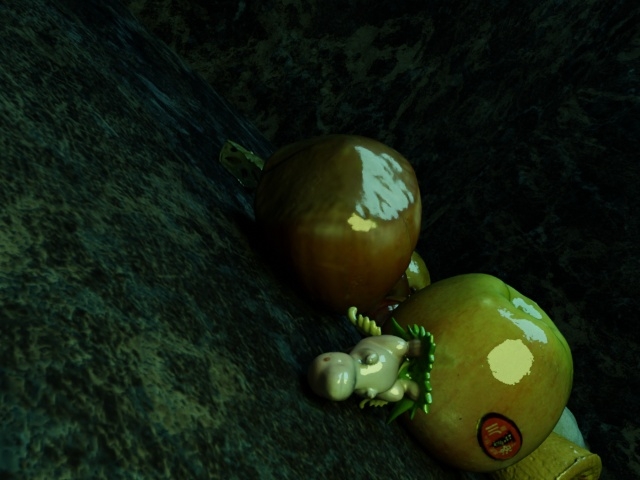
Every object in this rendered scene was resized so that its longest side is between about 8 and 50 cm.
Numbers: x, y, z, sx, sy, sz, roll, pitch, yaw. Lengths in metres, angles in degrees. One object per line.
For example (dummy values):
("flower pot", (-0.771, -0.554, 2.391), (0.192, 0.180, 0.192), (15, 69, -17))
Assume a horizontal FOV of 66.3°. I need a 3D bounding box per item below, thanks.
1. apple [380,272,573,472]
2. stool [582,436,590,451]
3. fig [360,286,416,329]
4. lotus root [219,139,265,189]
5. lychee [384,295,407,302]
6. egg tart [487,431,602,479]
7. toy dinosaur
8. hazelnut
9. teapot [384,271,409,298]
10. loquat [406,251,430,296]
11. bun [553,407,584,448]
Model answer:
("apple", (0.282, 0.224, 0.875), (0.338, 0.305, 0.338), (46, 10, -10))
("stool", (0.714, 0.617, 1.606), (0.264, 0.179, 0.179), (48, 9, 7))
("fig", (0.148, 0.173, 1.084), (0.128, 0.150, 0.128), (15, -16, 4))
("lotus root", (-0.190, -0.188, 1.279), (0.143, 0.070, 0.144), (41, 12, 5))
("lychee", (0.220, 0.210, 1.329), (0.140, 0.114, 0.101), (29, 38, 6))
("egg tart", (0.426, 0.450, 0.960), (0.202, 0.202, 0.147), (39, 2, -42))
("toy dinosaur", (0.060, 0.192, 0.685), (0.177, 0.152, 0.194), (5, 8, -10))
("hazelnut", (0.035, -0.033, 0.951), (0.372, 0.315, 0.372), (168, -90, -89))
("teapot", (0.183, 0.126, 1.507), (0.252, 0.135, 0.178), (180, -101, -77))
("loquat", (0.280, 0.125, 1.699), (0.238, 0.193, 0.238), (44, 3, -3))
("bun", (0.488, 0.428, 1.244), (0.362, 0.211, 0.362), (48, 8, -10))
